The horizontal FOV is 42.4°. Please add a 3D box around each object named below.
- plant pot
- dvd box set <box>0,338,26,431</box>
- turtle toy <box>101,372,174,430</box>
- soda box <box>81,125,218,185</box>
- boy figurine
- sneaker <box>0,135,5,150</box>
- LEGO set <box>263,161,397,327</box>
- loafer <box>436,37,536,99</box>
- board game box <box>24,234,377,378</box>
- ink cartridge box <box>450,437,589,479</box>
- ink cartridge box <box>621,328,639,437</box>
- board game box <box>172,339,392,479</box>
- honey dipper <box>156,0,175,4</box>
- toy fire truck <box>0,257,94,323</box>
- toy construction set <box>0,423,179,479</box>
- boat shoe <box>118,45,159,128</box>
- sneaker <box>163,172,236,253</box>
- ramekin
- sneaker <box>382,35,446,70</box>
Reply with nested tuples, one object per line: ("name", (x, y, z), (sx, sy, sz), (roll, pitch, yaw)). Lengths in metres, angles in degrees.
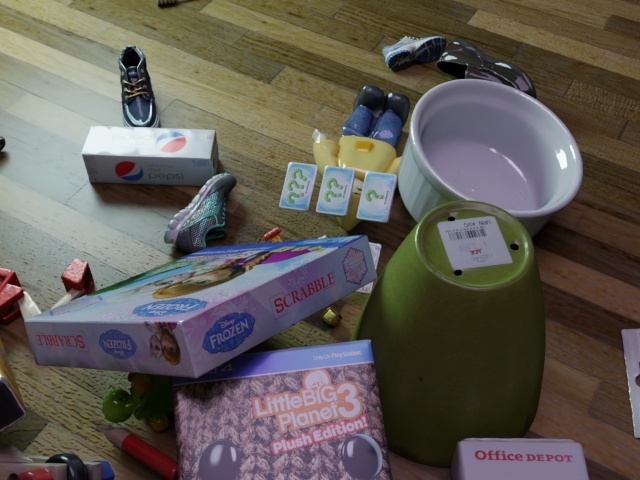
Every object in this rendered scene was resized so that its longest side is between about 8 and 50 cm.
("plant pot", (0.170, 0.097, 1.047), (0.274, 0.294, 0.275), (0, 50, 0))
("dvd box set", (-0.542, 0.171, 0.997), (0.307, 0.062, 0.420), (-31, 31, -17))
("turtle toy", (-0.227, 0.200, 1.095), (0.130, 0.095, 0.066), (-31, 35, -25))
("soda box", (-0.284, -0.143, 1.391), (0.216, 0.069, 0.074), (3, 50, 1))
("boy figurine", (0.064, -0.139, 1.379), (0.177, 0.092, 0.285), (20, 49, 3))
("sneaker", (-0.602, -0.169, 1.427), (0.109, 0.040, 0.044), (-10, 48, -10))
("LEGO set", (0.000, 0.000, 1.230), (0.182, 0.060, 0.245), (10, 79, 20))
("loafer", (0.303, -0.295, 1.533), (0.078, 0.080, 0.220), (-39, 55, -18))
("board game box", (-0.148, 0.074, 1.036), (0.318, 0.066, 0.318), (-5, 13, 41))
("ink cartridge box", (0.241, 0.348, 0.967), (0.154, 0.093, 0.213), (1, 51, -1))
("ink cartridge box", (0.543, 0.202, 1.137), (0.224, 0.056, 0.181), (-6, 47, 18))
("board game box", (-0.039, 0.281, 0.937), (0.231, 0.141, 0.291), (-6, 67, -6))
("honey dipper", (-0.268, -0.523, 1.741), (0.160, 0.031, 0.031), (-12, 51, -14))
("toy fire truck", (-0.431, 0.100, 1.196), (0.135, 0.047, 0.192), (14, 51, 12))
("toy construction set", (-0.347, 0.301, 0.940), (0.237, 0.258, 0.308), (22, 31, 32))
("boat shoe", (-0.334, -0.269, 1.488), (0.065, 0.083, 0.183), (-12, 51, -11))
("sneaker", (-0.176, -0.038, 1.320), (0.076, 0.065, 0.166), (34, 59, 5))
("ramekin", (0.256, -0.110, 1.301), (0.277, 0.135, 0.277), (7, 54, -10))
("sneaker", (0.182, -0.379, 1.612), (0.135, 0.052, 0.058), (-18, 48, -16))
